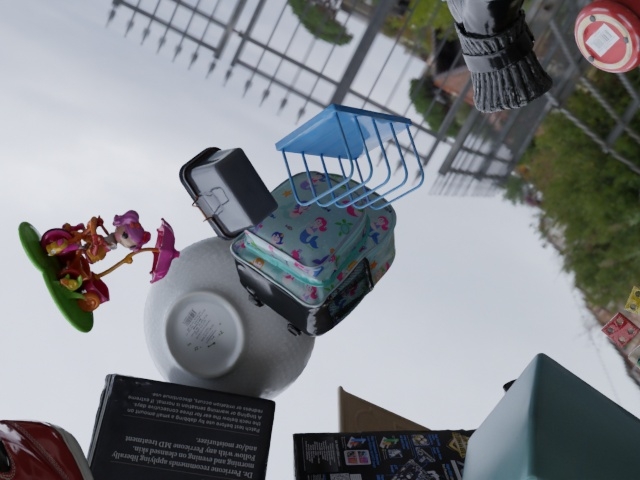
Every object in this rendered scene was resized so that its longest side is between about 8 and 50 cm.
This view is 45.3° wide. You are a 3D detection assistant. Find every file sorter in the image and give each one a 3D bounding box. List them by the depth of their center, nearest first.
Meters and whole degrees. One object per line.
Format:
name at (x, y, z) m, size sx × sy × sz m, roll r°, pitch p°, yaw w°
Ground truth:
file sorter at (0.047, -0.109, 1.070) m, size 0.170 × 0.118 × 0.104 m, roll 1°, pitch -113°, yaw -47°

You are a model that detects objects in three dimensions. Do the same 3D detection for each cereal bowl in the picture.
cereal bowl at (-0.185, 0.161, 1.418) m, size 0.339 × 0.339 × 0.141 m, roll 31°, pitch -165°, yaw 11°

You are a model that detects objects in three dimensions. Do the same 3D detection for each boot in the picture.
boot at (-0.196, 0.222, 0.536) m, size 0.244 × 0.088 × 0.176 m, roll 48°, pitch 174°, yaw 23°
boot at (0.318, -0.352, 1.299) m, size 0.348 × 0.131 × 0.260 m, roll -103°, pitch -7°, yaw -79°

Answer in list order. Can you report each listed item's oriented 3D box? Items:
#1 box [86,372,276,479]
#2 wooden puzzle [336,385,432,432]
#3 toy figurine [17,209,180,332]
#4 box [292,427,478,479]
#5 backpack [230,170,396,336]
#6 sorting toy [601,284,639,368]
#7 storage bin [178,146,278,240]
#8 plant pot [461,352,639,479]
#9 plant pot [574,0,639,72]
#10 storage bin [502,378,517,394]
box at (-0.270, 0.547, 1.348) m, size 0.298 × 0.480 × 0.471 m, roll 11°, pitch -119°, yaw -4°
wooden puzzle at (0.161, 0.554, 1.867) m, size 0.348 × 0.080 × 0.322 m, roll 32°, pitch -148°, yaw -22°
toy figurine at (-0.265, 0.012, 0.972) m, size 0.130 × 0.159 × 0.173 m, roll -116°, pitch 1°, yaw -52°
box at (0.113, 0.373, 1.046) m, size 0.294 × 0.073 × 0.295 m, roll 0°, pitch -156°, yaw -6°
backpack at (0.000, 0.000, 1.266) m, size 0.225 × 0.191 × 0.253 m, roll 32°, pitch -124°, yaw 30°
sorting toy at (0.598, 0.197, 1.267) m, size 0.274 × 0.132 × 0.046 m, roll 44°, pitch -151°, yaw 11°
storage bin at (-0.132, -0.070, 1.114) m, size 0.091 × 0.098 × 0.135 m, roll -8°, pitch 119°, yaw 56°
plant pot at (0.258, 0.270, 0.857) m, size 0.166 × 0.165 × 0.234 m, roll 35°, pitch -159°, yaw 10°
plant pot at (0.666, -0.468, 1.658) m, size 0.191 × 0.174 × 0.191 m, roll 40°, pitch 157°, yaw 20°
storage bin at (0.426, 0.317, 1.427) m, size 0.122 × 0.084 × 0.180 m, roll -18°, pitch -170°, yaw 2°
